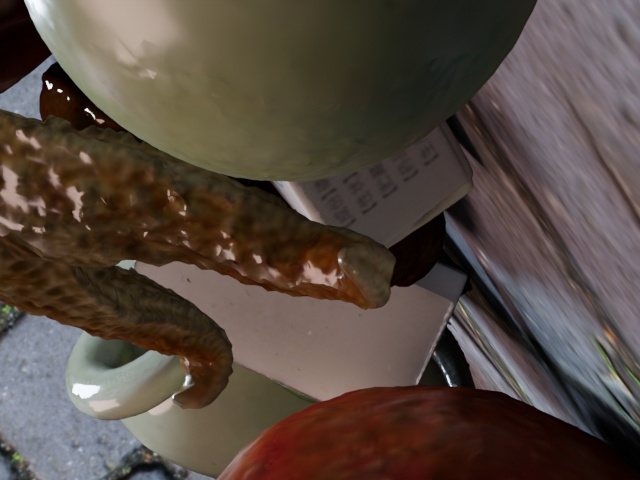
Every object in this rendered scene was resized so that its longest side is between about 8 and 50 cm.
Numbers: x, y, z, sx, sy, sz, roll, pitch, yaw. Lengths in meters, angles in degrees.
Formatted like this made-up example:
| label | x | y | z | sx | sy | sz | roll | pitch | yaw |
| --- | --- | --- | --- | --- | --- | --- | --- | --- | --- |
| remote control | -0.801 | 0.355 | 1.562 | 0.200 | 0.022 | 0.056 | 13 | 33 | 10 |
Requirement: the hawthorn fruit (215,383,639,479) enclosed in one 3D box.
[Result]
| label | x | y | z | sx | sy | sz | roll | pitch | yaw |
| --- | --- | --- | --- | --- | --- | --- | --- | --- | --- |
| hawthorn fruit | 0.048 | 0.189 | 0.888 | 0.287 | 0.287 | 0.330 | 55 | -177 | -17 |

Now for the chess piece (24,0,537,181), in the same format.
| label | x | y | z | sx | sy | sz | roll | pitch | yaw |
| --- | --- | --- | --- | --- | --- | --- | --- | --- | --- |
| chess piece | -0.053 | -0.113 | 0.407 | 0.251 | 0.144 | 0.144 | 45 | 173 | 27 |

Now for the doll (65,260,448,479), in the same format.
| label | x | y | z | sx | sy | sz | roll | pitch | yaw |
| --- | --- | --- | --- | --- | --- | --- | --- | --- | --- |
| doll | -0.023 | 0.100 | 1.420 | 0.215 | 0.226 | 0.370 | 7 | 154 | 42 |

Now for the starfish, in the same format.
| label | x | y | z | sx | sy | sz | roll | pitch | yaw |
| --- | --- | --- | --- | --- | --- | --- | --- | --- | --- |
| starfish | -0.137 | -0.047 | 0.694 | 0.375 | 0.094 | 0.327 | 25 | 149 | 20 |

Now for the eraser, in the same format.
| label | x | y | z | sx | sy | sz | roll | pitch | yaw |
| --- | --- | --- | --- | --- | --- | --- | --- | --- | --- |
| eraser | -0.015 | 0.026 | 0.946 | 0.150 | 0.023 | 0.104 | 25 | 134 | 4 |

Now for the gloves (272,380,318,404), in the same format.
| label | x | y | z | sx | sy | sz | roll | pitch | yaw |
| --- | --- | --- | --- | --- | --- | --- | --- | --- | --- |
| gloves | -0.043 | -0.028 | 1.019 | 0.268 | 0.135 | 0.107 | 65 | 167 | -19 |

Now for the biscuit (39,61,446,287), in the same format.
| label | x | y | z | sx | sy | sz | roll | pitch | yaw |
| --- | --- | --- | --- | --- | --- | --- | --- | --- | --- |
| biscuit | -0.031 | -0.036 | 0.852 | 0.192 | 0.049 | 0.192 | 25 | -167 | -6 |

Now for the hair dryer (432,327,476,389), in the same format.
| label | x | y | z | sx | sy | sz | roll | pitch | yaw |
| --- | --- | --- | --- | --- | --- | --- | --- | --- | --- |
| hair dryer | 0.000 | 0.000 | 1.154 | 0.271 | 0.091 | 0.235 | 38 | -172 | 17 |

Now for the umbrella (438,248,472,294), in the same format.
| label | x | y | z | sx | sy | sz | roll | pitch | yaw |
| --- | --- | --- | --- | --- | --- | --- | --- | --- | --- |
| umbrella | 0.019 | -0.024 | 0.961 | 0.144 | 0.040 | 0.037 | 55 | -174 | 4 |

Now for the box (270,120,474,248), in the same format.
| label | x | y | z | sx | sy | sz | roll | pitch | yaw |
| --- | --- | --- | --- | --- | --- | --- | --- | --- | --- |
| box | -0.078 | -0.161 | 0.680 | 0.343 | 0.065 | 0.200 | 57 | 176 | -40 |

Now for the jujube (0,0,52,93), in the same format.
| label | x | y | z | sx | sy | sz | roll | pitch | yaw |
| --- | --- | --- | --- | --- | --- | --- | --- | --- | --- |
| jujube | -0.251 | -0.219 | 0.907 | 0.377 | 0.276 | 0.276 | 56 | 178 | 29 |
